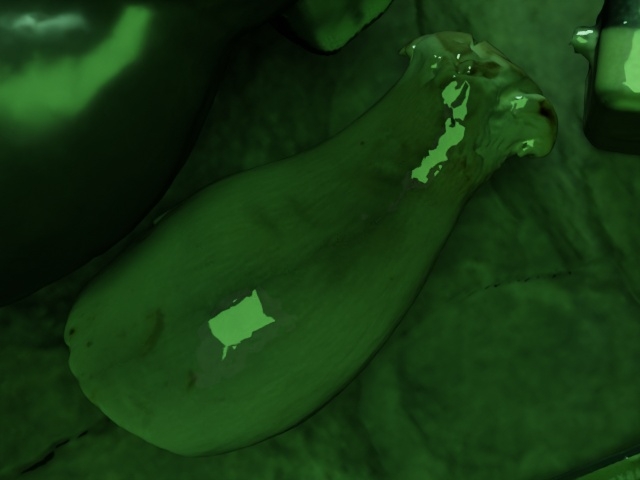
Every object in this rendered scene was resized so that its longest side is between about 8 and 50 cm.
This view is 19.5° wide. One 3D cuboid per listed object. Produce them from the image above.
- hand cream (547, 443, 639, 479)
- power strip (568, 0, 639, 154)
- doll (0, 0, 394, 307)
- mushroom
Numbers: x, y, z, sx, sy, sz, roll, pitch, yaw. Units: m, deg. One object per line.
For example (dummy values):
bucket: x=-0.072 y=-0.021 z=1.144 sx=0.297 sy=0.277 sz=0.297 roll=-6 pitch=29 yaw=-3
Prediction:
hand cream: x=0.166 y=0.109 z=0.788 sx=0.235 sy=0.055 sz=0.086 roll=-29 pitch=81 yaw=8
power strip: x=0.229 y=-0.060 z=0.766 sx=0.256 sy=0.105 sz=0.070 roll=9 pitch=81 yaw=5
doll: x=-0.150 y=-0.200 z=0.713 sx=0.382 sy=0.252 sz=0.378 roll=43 pitch=88 yaw=13
mushroom: x=0.000 y=0.000 z=0.782 sx=0.225 sy=0.093 sz=0.116 roll=-38 pitch=63 yaw=4
